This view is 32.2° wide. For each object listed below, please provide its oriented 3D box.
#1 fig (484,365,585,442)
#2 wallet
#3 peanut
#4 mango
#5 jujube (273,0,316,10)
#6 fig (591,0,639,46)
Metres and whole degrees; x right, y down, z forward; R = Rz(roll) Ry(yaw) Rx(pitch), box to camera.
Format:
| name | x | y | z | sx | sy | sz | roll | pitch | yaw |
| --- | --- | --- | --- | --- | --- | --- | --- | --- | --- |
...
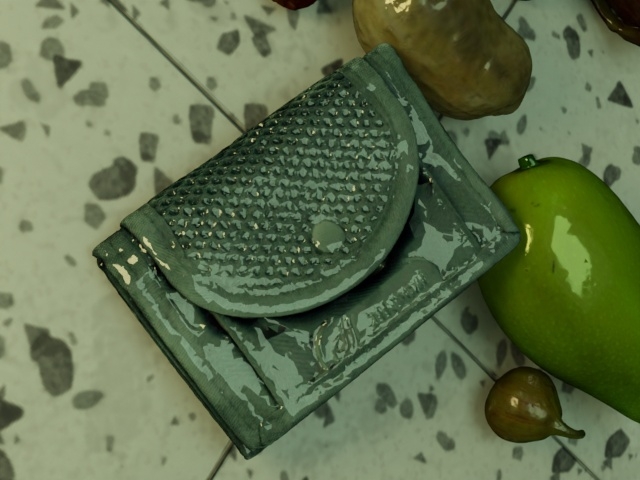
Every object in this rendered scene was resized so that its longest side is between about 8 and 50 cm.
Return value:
| name | x | y | z | sx | sy | sz | roll | pitch | yaw |
| --- | --- | --- | --- | --- | --- | --- | --- | --- | --- |
| fig | 0.221 | 0.178 | 1.155 | 0.084 | 0.098 | 0.082 | 26 | 93 | -50 |
| wallet | 0.000 | 0.000 | 0.993 | 0.342 | 0.075 | 0.237 | -37 | 95 | -19 |
| peanut | 0.125 | -0.202 | 1.112 | 0.224 | 0.129 | 0.129 | 40 | 65 | -34 |
| mango | 0.285 | 0.067 | 1.170 | 0.343 | 0.156 | 0.192 | 49 | 63 | -18 |
| jujube | -0.008 | -0.279 | 1.063 | 0.077 | 0.077 | 0.129 | 39 | 77 | -25 |
| fig | 0.408 | -0.317 | 1.286 | 0.205 | 0.205 | 0.205 | 4 | 83 | -34 |
